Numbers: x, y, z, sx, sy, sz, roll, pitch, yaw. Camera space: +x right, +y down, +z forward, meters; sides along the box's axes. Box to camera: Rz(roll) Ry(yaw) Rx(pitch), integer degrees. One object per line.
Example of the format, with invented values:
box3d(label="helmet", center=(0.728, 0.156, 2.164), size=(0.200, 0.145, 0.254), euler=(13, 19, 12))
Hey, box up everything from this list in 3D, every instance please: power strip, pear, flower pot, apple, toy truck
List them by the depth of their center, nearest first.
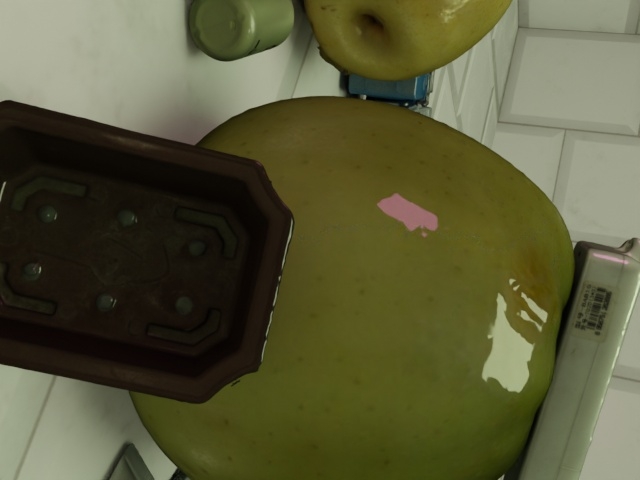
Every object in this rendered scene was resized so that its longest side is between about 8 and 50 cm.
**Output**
box3d(label="flower pot", center=(-0.155, 0.012, 0.548), size=(0.084, 0.250, 0.179), euler=(137, -34, -80))
box3d(label="power strip", center=(0.250, 0.154, 0.756), size=(0.098, 0.058, 0.339), euler=(-33, 137, -79))
box3d(label="apple", center=(0.026, 0.079, 0.788), size=(0.473, 0.473, 0.474), euler=(10, 90, -71))
box3d(label="pear", center=(0.119, -0.375, 1.017), size=(0.309, 0.309, 0.309), euler=(10, 90, -71))
box3d(label="toy truck", center=(0.131, -0.314, 1.293), size=(0.175, 0.146, 0.368), euler=(-35, 130, -65))

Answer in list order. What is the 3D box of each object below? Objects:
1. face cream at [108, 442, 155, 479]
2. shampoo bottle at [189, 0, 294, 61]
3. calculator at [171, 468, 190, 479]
box3d(label="face cream", center=(-0.222, 0.363, 0.715), size=(0.314, 0.089, 0.143), euler=(-64, 143, -50))
box3d(label="shampoo bottle", center=(-0.077, -0.251, 0.833), size=(0.162, 0.079, 0.079), euler=(-44, 140, -60))
box3d(label="calculator", center=(-0.163, 0.352, 0.964), size=(0.261, 0.021, 0.161), euler=(-44, 139, -59))
